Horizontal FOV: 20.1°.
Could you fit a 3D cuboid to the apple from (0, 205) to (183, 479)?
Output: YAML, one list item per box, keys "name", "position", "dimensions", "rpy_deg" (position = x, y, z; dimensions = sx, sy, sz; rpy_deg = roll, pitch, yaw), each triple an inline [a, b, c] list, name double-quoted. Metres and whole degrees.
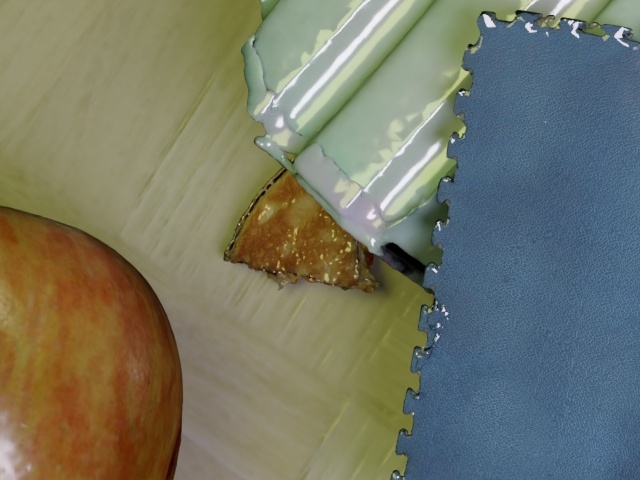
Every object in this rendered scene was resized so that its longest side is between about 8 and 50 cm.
- name: "apple"
  position: [-0.199, 0.111, 0.928]
  dimensions: [0.264, 0.264, 0.264]
  rpy_deg: [-7, 72, 23]

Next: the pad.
- name: "pad"
  position: [0.176, 0.044, 0.816]
  dimensions: [0.269, 0.012, 0.270]
  rpy_deg: [12, 101, 6]

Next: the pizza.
- name: "pizza"
  position: [-0.010, -0.007, 1.010]
  dimensions: [0.099, 0.029, 0.100]
  rpy_deg: [-18, 65, 28]

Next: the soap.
- name: "soap"
  position: [0.147, -0.188, 0.915]
  dimensions: [0.261, 0.156, 0.446]
  rpy_deg: [42, 94, 27]
